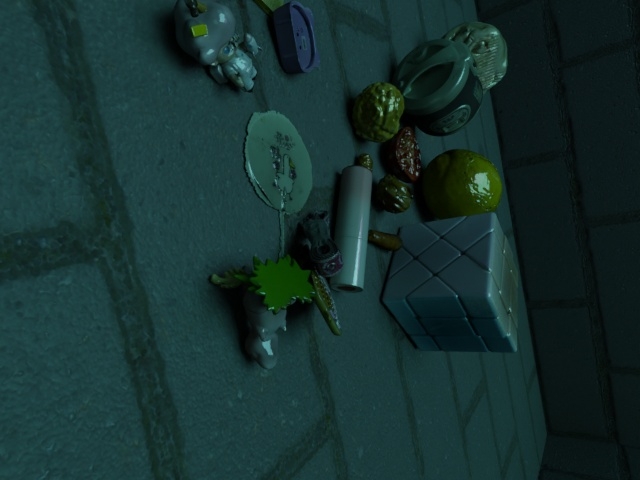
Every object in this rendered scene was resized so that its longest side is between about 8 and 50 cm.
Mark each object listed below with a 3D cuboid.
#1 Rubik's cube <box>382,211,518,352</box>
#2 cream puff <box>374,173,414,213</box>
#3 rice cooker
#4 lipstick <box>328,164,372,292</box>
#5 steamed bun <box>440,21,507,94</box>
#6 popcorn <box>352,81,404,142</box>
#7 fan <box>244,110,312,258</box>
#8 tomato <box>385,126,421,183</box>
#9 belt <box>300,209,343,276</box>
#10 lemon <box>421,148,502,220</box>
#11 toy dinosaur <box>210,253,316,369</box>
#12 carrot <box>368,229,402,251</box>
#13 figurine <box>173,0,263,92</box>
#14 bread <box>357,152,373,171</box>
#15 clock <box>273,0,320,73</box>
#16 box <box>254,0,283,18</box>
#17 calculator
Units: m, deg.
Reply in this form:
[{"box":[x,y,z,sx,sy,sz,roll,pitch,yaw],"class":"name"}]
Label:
[{"box":[0.427,0.142,1.289,0.316,0.322,0.318,53,44,-35],"class":"Rubik's cube"},{"box":[0.223,-0.137,1.249,0.104,0.120,0.133,-59,175,-4],"class":"cream puff"},{"box":[0.418,-0.540,1.447,0.277,0.289,0.288,25,64,-51],"class":"rice cooker"},{"box":[0.081,-0.033,1.052,0.087,0.087,0.326,31,59,-47],"class":"lipstick"},{"box":[0.608,-0.772,1.769,0.347,0.394,0.237,-1,53,-17],"class":"steamed bun"},{"box":[0.177,-0.377,1.202,0.180,0.170,0.179,-5,105,-19],"class":"popcorn"},{"box":[-0.082,-0.091,0.906,0.233,0.012,0.414,10,76,-52],"class":"fan"},{"box":[0.273,-0.286,1.366,0.166,0.082,0.174,45,54,-34],"class":"tomato"},{"box":[0.000,0.000,0.890,0.232,0.072,0.053,-104,174,-62],"class":"belt"},{"box":[0.526,-0.197,1.526,0.297,0.297,0.296,14,72,-52],"class":"lemon"},{"box":[-0.095,0.119,0.755,0.152,0.177,0.194,-23,73,-48],"class":"toy dinosaur"},{"box":[0.194,-0.002,1.232,0.162,0.055,0.055,16,71,-49],"class":"carrot"},{"box":[-0.189,-0.364,0.741,0.229,0.112,0.137,40,60,-59],"class":"figurine"},{"box":[0.125,-0.180,1.177,0.052,0.044,0.157,33,58,-52],"class":"bread"},{"box":[-0.055,-0.479,0.969,0.110,0.050,0.152,-38,124,-53],"class":"clock"},{"box":[-0.139,-0.572,0.917,0.149,0.020,0.073,25,65,-49],"class":"box"},{"box":[-0.003,0.104,0.864,0.236,0.033,0.157,-111,176,-68],"class":"calculator"}]
